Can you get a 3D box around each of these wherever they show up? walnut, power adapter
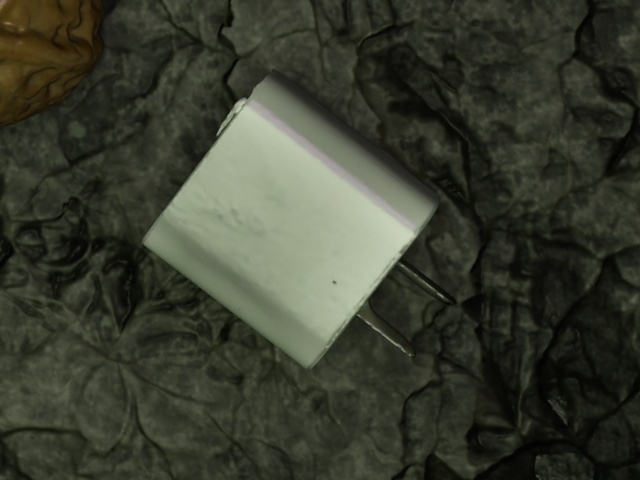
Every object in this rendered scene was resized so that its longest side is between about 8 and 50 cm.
[{"bbox_3d":[-0.286,-0.189,1.620,0.213,0.213,0.213,1,100,5],"label":"walnut"},{"bbox_3d":[0.000,0.000,1.670,0.255,0.124,0.187,37,102,-2],"label":"power adapter"}]
